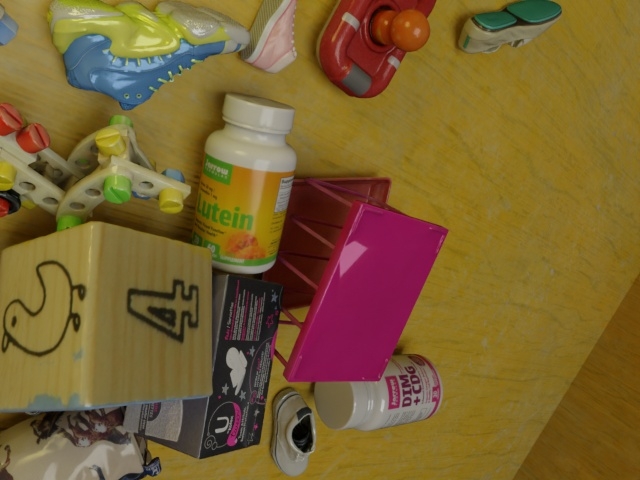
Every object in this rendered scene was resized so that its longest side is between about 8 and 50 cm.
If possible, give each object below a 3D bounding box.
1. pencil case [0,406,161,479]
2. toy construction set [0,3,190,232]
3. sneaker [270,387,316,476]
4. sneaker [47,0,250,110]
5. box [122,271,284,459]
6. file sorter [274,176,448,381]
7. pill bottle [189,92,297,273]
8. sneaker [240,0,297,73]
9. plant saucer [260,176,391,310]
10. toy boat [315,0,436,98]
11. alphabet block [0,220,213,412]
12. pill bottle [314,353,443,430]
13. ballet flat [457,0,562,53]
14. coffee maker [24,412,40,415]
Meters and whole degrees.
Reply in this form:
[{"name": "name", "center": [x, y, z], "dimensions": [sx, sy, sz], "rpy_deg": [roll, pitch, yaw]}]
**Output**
[{"name": "pencil case", "center": [-0.454, 0.374, 0.737], "dimensions": [0.410, 0.160, 0.183], "rpy_deg": [-24, 112, -25]}, {"name": "toy construction set", "center": [-0.316, -0.123, 0.550], "dimensions": [0.215, 0.151, 0.327], "rpy_deg": [-17, 133, 14]}, {"name": "sneaker", "center": [-0.056, 0.450, 1.124], "dimensions": [0.094, 0.091, 0.258], "rpy_deg": [-22, 125, -26]}, {"name": "sneaker", "center": [-0.211, -0.235, 0.647], "dimensions": [0.240, 0.091, 0.126], "rpy_deg": [-5, 129, -27]}, {"name": "box", "center": [-0.175, 0.172, 0.762], "dimensions": [0.142, 0.163, 0.247], "rpy_deg": [23, 73, -58]}, {"name": "file sorter", "center": [0.032, 0.063, 0.853], "dimensions": [0.202, 0.182, 0.290], "rpy_deg": [12, 105, -39]}, {"name": "pill bottle", "center": [-0.112, -0.086, 0.757], "dimensions": [0.136, 0.136, 0.245], "rpy_deg": [-2, 115, -36]}, {"name": "sneaker", "center": [-0.057, -0.307, 0.737], "dimensions": [0.070, 0.051, 0.134], "rpy_deg": [21, 104, -44]}, {"name": "plant saucer", "center": [0.000, 0.000, 0.950], "dimensions": [0.259, 0.048, 0.259], "rpy_deg": [-6, 117, -34]}, {"name": "toy boat", "center": [0.109, -0.330, 0.779], "dimensions": [0.151, 0.151, 0.231], "rpy_deg": [23, 99, -43]}, {"name": "alphabet block", "center": [-0.264, 0.104, 0.633], "dimensions": [0.193, 0.193, 0.197], "rpy_deg": [21, 61, -58]}, {"name": "pill bottle", "center": [0.135, 0.348, 1.165], "dimensions": [0.283, 0.160, 0.160], "rpy_deg": [6, 110, -39]}, {"name": "ballet flat", "center": [0.367, -0.413, 0.989], "dimensions": [0.249, 0.086, 0.086], "rpy_deg": [-20, 125, -25]}, {"name": "coffee maker", "center": [-0.420, 0.121, 0.670], "dimensions": [0.178, 0.120, 0.171], "rpy_deg": [47, 43, -43]}]
